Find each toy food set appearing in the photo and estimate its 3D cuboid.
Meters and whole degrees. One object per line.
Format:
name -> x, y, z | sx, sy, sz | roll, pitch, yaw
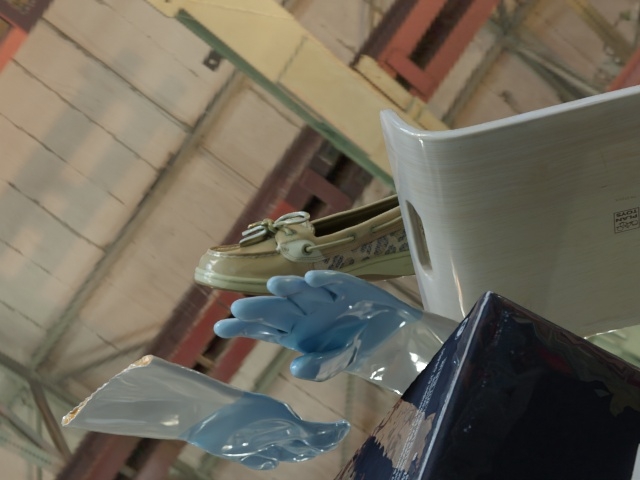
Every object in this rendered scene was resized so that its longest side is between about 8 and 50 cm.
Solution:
toy food set -> 0.212, -0.041, 0.823 | 0.306, 0.092, 0.220 | -14, -50, 3

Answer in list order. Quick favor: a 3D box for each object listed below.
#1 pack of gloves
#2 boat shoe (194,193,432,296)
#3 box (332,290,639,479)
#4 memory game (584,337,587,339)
pack of gloves -> -0.013, 0.104, 0.720 | 0.195, 0.046, 0.232 | -38, -36, 22
boat shoe -> 0.000, 0.000, 1.165 | 0.285, 0.104, 0.089 | -8, -76, -31
box -> 0.145, 0.225, 0.663 | 0.296, 0.294, 0.183 | 28, -129, -1
memory game -> 0.233, 0.129, 1.217 | 0.186, 0.186, 0.012 | -22, -100, -18
